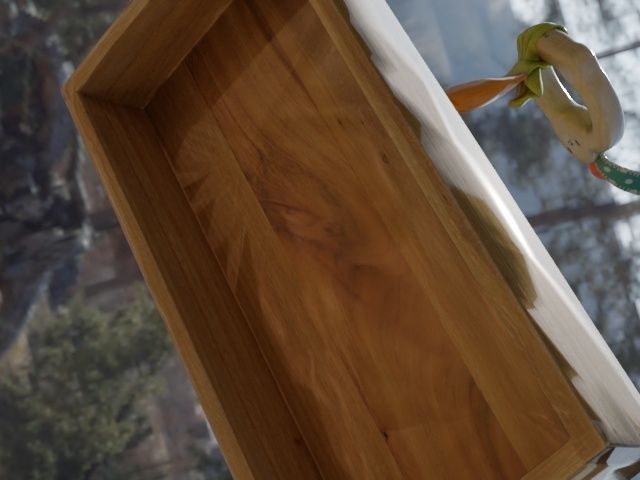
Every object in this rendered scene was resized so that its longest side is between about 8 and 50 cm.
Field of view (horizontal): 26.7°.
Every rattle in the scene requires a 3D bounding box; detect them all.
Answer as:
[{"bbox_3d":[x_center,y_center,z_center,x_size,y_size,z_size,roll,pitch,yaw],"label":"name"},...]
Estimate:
[{"bbox_3d":[0.207,-0.084,1.214,0.130,0.143,0.200,23,-29,40],"label":"rattle"}]

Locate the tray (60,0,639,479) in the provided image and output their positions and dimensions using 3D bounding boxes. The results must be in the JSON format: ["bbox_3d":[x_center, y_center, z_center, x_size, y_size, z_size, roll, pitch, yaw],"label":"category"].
[{"bbox_3d":[0.000,0.000,0.762,0.076,0.203,0.411,10,43,-47],"label":"tray"}]
